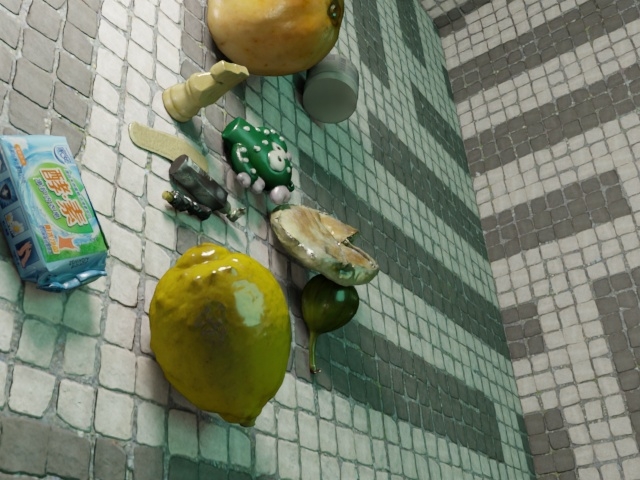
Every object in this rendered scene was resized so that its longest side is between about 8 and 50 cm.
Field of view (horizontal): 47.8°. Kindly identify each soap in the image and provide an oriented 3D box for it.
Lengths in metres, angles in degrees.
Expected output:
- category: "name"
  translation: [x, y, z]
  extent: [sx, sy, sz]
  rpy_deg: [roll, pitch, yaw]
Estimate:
- category: "soap"
  translation: [-0.465, -0.054, 1.222]
  extent: [0.156, 0.077, 0.293]
  rpy_deg: [-19, 87, -63]

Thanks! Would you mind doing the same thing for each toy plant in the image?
- category: "toy plant"
  translation: [-0.150, -0.205, 1.861]
  extent: [0.243, 0.113, 0.232]
  rpy_deg: [25, 47, -45]

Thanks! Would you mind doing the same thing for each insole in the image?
- category: "insole"
  translation: [-0.338, -0.209, 1.635]
  extent: [0.248, 0.011, 0.081]
  rpy_deg: [21, 53, -54]

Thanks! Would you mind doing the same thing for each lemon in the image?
- category: "lemon"
  translation: [-0.184, 0.173, 1.367]
  extent: [0.285, 0.286, 0.316]
  rpy_deg: [-74, 155, -50]

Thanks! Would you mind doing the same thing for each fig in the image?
- category: "fig"
  translation: [-0.004, 0.208, 1.851]
  extent: [0.151, 0.151, 0.259]
  rpy_deg: [42, 68, -40]

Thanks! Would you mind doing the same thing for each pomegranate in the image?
- category: "pomegranate"
  translation: [-0.133, -0.639, 1.959]
  extent: [0.411, 0.412, 0.411]
  rpy_deg: [41, 38, -41]

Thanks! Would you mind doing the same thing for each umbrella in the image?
- category: "umbrella"
  translation: [-0.295, -0.078, 1.585]
  extent: [0.144, 0.040, 0.037]
  rpy_deg: [28, 39, -56]

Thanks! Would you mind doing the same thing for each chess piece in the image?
- category: "chess piece"
  translation: [-0.264, -0.354, 1.669]
  extent: [0.090, 0.200, 0.090]
  rpy_deg: [41, 37, -40]

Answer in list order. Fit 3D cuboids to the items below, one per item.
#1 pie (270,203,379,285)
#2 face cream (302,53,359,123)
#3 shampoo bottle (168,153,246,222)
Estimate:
- category: "pie"
  translation: [0.000, 0.000, 1.890]
  extent: [0.338, 0.075, 0.337]
  rpy_deg: [25, 22, -11]
- category: "face cream"
  translation: [0.036, -0.491, 2.332]
  extent: [0.177, 0.177, 0.152]
  rpy_deg: [48, 31, -33]
- category: "shampoo bottle"
  translation: [-0.255, -0.113, 1.655]
  extent: [0.208, 0.064, 0.057]
  rpy_deg: [44, 45, -38]
